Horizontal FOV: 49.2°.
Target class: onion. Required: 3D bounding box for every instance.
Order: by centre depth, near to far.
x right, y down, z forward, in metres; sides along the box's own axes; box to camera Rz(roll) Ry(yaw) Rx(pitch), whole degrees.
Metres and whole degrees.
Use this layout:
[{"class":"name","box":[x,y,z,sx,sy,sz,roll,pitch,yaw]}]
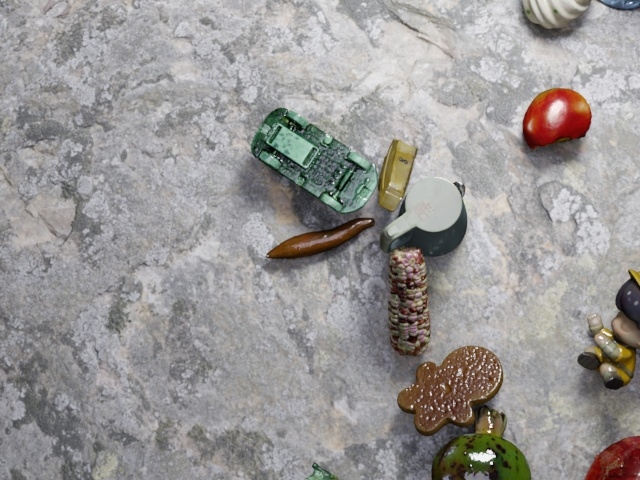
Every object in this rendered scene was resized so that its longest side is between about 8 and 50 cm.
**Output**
[{"class":"onion","box":[0.646,0.516,1.348,0.276,0.276,0.276,-1,82,9]}]

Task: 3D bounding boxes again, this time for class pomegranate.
[{"class":"pomegranate","box":[0.337,0.463,1.451,0.202,0.202,0.248,8,53,10]}]

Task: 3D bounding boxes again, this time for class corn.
[{"class":"corn","box":[0.186,0.130,1.491,0.092,0.092,0.281,-2,122,8]}]

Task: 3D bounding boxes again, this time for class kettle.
[{"class":"kettle","box":[0.215,-0.044,1.497,0.210,0.243,0.160,-29,79,5]}]

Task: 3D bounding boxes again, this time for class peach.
[{"class":"peach","box":[0.513,-0.272,1.554,0.118,0.151,0.151,2,80,-36]}]

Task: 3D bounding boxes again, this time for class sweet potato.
[{"class":"sweet potato","box":[0.000,0.001,1.620,0.264,0.057,0.057,-15,80,2]}]

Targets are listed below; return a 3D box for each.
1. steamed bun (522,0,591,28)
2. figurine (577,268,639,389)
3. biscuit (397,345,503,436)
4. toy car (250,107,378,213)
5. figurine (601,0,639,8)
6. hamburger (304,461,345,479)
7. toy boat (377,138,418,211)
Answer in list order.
[{"class":"steamed bun","box":[0.528,-0.573,1.566,0.182,0.106,0.183,1,91,34]},{"class":"figurine","box":[0.656,0.182,1.442,0.167,0.192,0.257,24,112,-15]},{"class":"biscuit","box":[0.285,0.319,1.506,0.236,0.039,0.180,-34,45,-3]},{"class":"toy car","box":[-0.009,-0.176,1.608,0.305,0.125,0.136,33,90,9]},{"class":"figurine","box":[0.705,-0.673,1.432,0.276,0.388,0.248,28,86,13]},{"class":"hamburger","box":[0.015,0.592,1.504,0.214,0.125,0.235,-25,83,-1]},{"class":"toy boat","box":[0.167,-0.145,1.561,0.068,0.088,0.226,25,46,-8]}]
